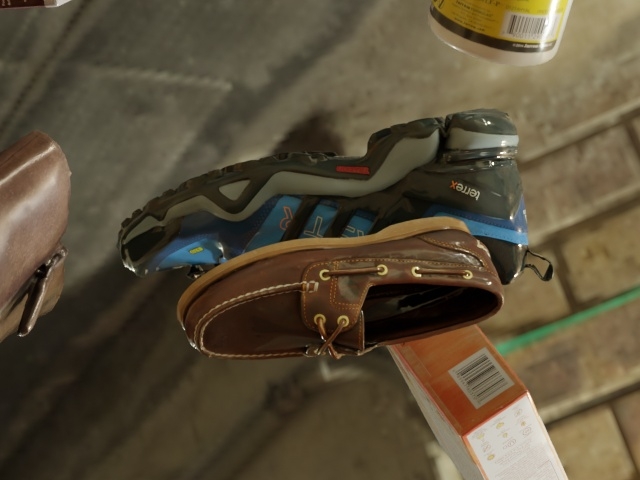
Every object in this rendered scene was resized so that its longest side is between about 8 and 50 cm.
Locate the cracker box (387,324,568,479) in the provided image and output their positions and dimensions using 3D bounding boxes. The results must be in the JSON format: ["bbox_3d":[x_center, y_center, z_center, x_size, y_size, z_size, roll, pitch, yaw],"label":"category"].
[{"bbox_3d":[0.129,0.144,1.516,0.067,0.156,0.232,-33,140,-4],"label":"cracker box"}]

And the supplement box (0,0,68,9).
[{"bbox_3d":[-0.342,-0.257,1.773,0.239,0.073,0.130,-3,-164,13],"label":"supplement box"}]

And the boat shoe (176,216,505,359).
[{"bbox_3d":[0.016,0.038,1.192,0.207,0.073,0.073,-15,138,-13],"label":"boat shoe"}]

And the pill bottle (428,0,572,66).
[{"bbox_3d":[0.093,-0.145,0.868,0.065,0.065,0.116,-1,121,-28],"label":"pill bottle"}]

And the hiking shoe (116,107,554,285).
[{"bbox_3d":[0.000,0.000,1.319,0.304,0.132,0.113,-13,-179,18],"label":"hiking shoe"}]

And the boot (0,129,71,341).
[{"bbox_3d":[-0.175,0.014,0.676,0.207,0.090,0.248,-44,164,-31],"label":"boot"}]
